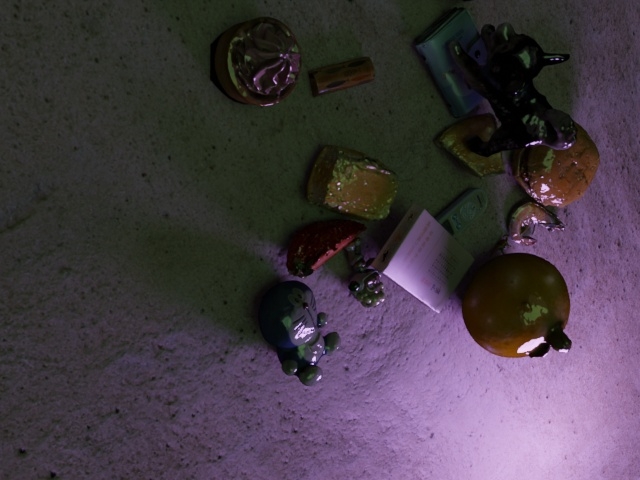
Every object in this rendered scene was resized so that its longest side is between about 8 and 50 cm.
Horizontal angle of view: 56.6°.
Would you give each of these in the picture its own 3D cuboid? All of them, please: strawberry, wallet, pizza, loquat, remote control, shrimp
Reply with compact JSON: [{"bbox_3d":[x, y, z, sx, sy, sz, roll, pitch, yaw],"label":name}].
[{"bbox_3d":[-0.004,0.003,1.521,0.107,0.175,0.236,51,37,2],"label":"strawberry"},{"bbox_3d":[0.377,-0.488,1.629,0.176,0.075,0.250,-43,120,-8],"label":"wallet"},{"bbox_3d":[0.425,-0.259,1.717,0.204,0.080,0.188,-14,86,-15],"label":"pizza"},{"bbox_3d":[0.595,0.209,1.769,0.328,0.359,0.329,-17,128,-23],"label":"loquat"},{"bbox_3d":[0.399,-0.067,1.763,0.244,0.047,0.087,-39,121,-15],"label":"remote control"},{"bbox_3d":[0.704,-0.045,1.937,0.250,0.052,0.144,17,105,-23],"label":"shrimp"}]

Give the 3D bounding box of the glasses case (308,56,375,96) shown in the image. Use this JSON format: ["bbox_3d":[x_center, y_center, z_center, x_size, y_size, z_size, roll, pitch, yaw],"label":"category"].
[{"bbox_3d":[0.055,-0.411,1.491,0.169,0.041,0.065,-20,111,-22],"label":"glasses case"}]

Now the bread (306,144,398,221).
[{"bbox_3d":[0.089,-0.141,1.532,0.245,0.121,0.174,13,105,-35],"label":"bread"}]

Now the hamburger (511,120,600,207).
[{"bbox_3d":[0.737,-0.239,1.849,0.283,0.144,0.260,26,87,-37],"label":"hamburger"}]

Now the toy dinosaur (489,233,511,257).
[{"bbox_3d":[0.573,0.025,1.890,0.113,0.026,0.041,-48,113,-20],"label":"toy dinosaur"}]

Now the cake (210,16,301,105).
[{"bbox_3d":[-0.130,-0.392,1.319,0.207,0.178,0.185,-33,117,-14],"label":"cake"}]

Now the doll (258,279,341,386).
[{"bbox_3d":[-0.060,0.226,1.532,0.228,0.153,0.259,-50,135,-47],"label":"doll"}]

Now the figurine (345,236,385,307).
[{"bbox_3d":[0.122,0.091,1.625,0.147,0.093,0.197,-29,116,-41],"label":"figurine"}]

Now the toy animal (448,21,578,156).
[{"bbox_3d":[0.508,-0.386,1.512,0.194,0.302,0.345,-34,121,-19],"label":"toy animal"}]

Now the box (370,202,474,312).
[{"bbox_3d":[0.299,0.061,1.673,0.205,0.051,0.365,-56,137,-1],"label":"box"}]
